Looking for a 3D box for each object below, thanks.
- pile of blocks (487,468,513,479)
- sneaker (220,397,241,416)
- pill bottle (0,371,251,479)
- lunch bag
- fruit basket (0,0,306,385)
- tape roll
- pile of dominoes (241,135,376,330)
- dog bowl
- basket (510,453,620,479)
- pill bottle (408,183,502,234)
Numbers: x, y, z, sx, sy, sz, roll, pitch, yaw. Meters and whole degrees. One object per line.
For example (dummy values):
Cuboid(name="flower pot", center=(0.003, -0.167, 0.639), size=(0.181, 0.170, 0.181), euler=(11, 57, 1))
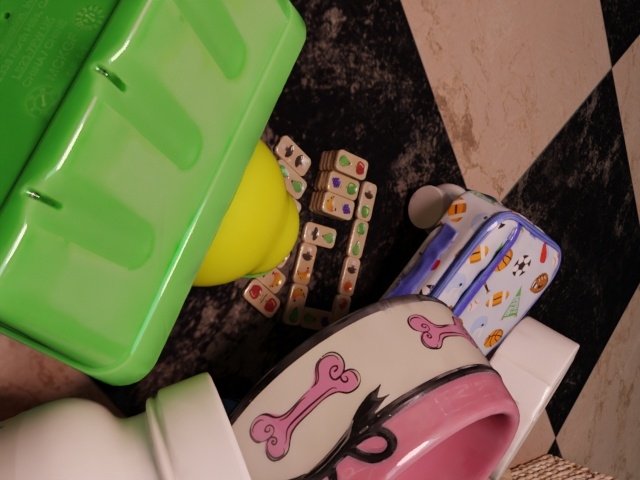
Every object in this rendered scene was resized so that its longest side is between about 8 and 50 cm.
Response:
Cuboid(name="pile of blocks", center=(0.191, 0.488, 0.903), size=(0.361, 0.149, 0.113), euler=(-1, 139, -31))
Cuboid(name="sneaker", center=(-0.092, 0.230, 0.639), size=(0.209, 0.069, 0.082), euler=(-5, 99, -39))
Cuboid(name="pill bottle", center=(-0.241, 0.255, 0.351), size=(0.407, 0.229, 0.229), euler=(-21, 109, -19))
Cuboid(name="lunch bag", center=(0.216, 0.085, 0.795), size=(0.243, 0.115, 0.304), euler=(24, 105, -42))
Cuboid(name="fruit basket", center=(-0.165, -0.074, 0.468), size=(0.392, 0.282, 0.393), euler=(21, 90, -82))
Cuboid(name="tape roll", center=(0.346, 0.281, 0.917), size=(0.286, 0.100, 0.286), euler=(-36, 144, -32))
Cuboid(name="pile of dominoes", center=(0.000, 0.000, 0.707), size=(0.195, 0.040, 0.252), euler=(16, 84, -40))
Cuboid(name="dog bowl", center=(0.066, 0.270, 0.618), size=(0.407, 0.150, 0.408), euler=(-24, 135, -26))
Cuboid(name="basket", center=(0.522, 0.667, 1.078), size=(0.328, 0.266, 0.332), euler=(7, 91, -40))
Cuboid(name="pill bottle", center=(0.227, -0.043, 0.855), size=(0.169, 0.094, 0.094), euler=(8, 90, -40))
